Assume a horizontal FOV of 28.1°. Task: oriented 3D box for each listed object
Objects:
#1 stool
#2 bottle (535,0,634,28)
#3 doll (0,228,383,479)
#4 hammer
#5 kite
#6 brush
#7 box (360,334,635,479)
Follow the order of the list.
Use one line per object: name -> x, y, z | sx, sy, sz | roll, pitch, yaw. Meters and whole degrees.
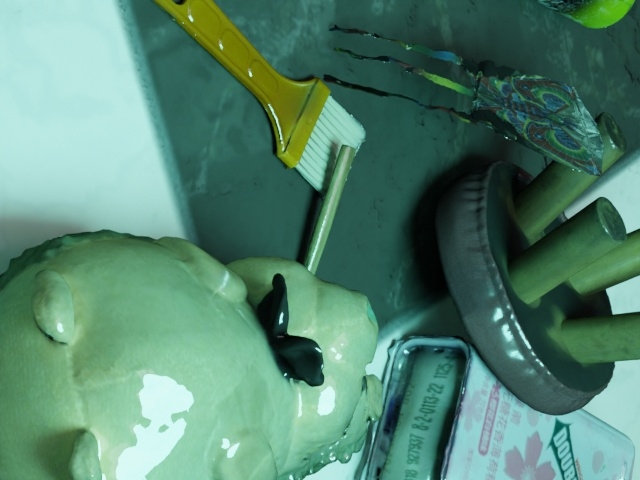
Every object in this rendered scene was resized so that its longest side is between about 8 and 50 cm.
stool -> 0.258, 0.025, 1.280 | 0.272, 0.178, 0.272 | 37, 39, -36
bottle -> 0.212, -0.307, 1.331 | 0.330, 0.093, 0.093 | 12, 85, -46
doll -> -0.094, 0.108, 0.943 | 0.349, 0.247, 0.247 | 9, 87, -54
hammer -> 0.000, 0.000, 1.173 | 0.062, 0.017, 0.182 | 23, 84, -48
kite -> 0.136, -0.139, 1.187 | 0.285, 0.015, 0.152 | 14, 38, -14
brush -> -0.062, -0.151, 1.113 | 0.314, 0.017, 0.090 | 43, 60, -39
box -> 0.193, 0.241, 1.345 | 0.370, 0.112, 0.190 | 32, 65, -42
